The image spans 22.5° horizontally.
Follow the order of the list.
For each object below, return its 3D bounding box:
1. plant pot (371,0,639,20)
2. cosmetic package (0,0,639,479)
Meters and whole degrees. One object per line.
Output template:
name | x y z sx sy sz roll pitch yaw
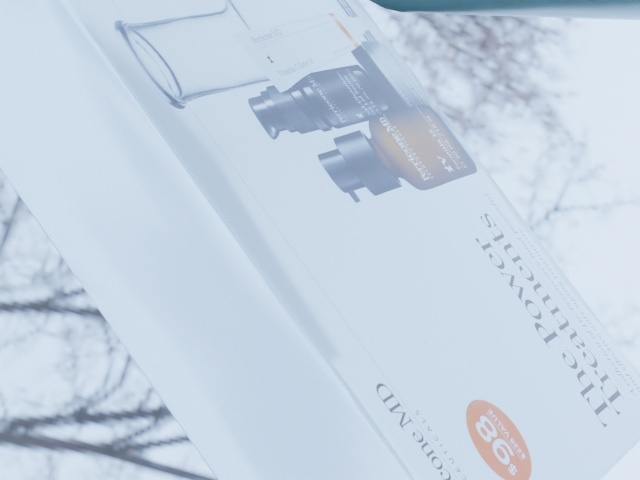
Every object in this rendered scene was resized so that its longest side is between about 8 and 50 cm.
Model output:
plant pot | 0.173 -0.228 0.652 0.334 0.341 0.341 1 -111 26
cosmetic package | 0.000 0.000 0.850 0.097 0.284 0.377 -41 -99 30
